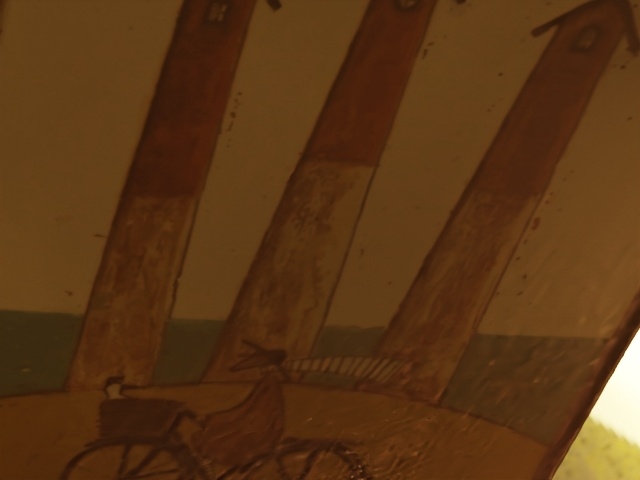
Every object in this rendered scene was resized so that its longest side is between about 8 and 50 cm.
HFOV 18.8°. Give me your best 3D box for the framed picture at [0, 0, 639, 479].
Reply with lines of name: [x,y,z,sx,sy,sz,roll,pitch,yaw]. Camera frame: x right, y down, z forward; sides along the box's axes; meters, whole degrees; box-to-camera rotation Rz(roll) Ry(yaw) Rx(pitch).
framed picture: [0.000,0.000,0.586,0.324,0.244,0.013,112,-27,-42]
